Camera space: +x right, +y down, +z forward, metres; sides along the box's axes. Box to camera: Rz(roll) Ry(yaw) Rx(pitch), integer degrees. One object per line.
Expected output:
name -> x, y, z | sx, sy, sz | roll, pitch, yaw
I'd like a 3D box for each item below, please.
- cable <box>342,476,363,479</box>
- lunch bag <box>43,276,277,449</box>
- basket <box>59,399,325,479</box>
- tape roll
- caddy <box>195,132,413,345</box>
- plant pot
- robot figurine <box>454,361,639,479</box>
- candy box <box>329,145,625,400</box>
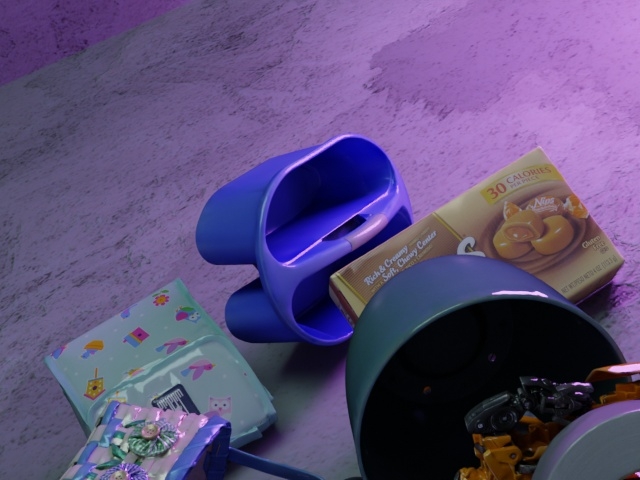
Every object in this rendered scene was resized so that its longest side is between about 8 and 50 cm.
cable -> 0.051, 0.340, 1.557 | 0.150, 0.047, 0.184 | -18, 43, -13
lunch bag -> -0.201, 0.204, 1.858 | 0.223, 0.160, 0.262 | -30, 42, -13
basket -> -0.156, 0.325, 1.618 | 0.289, 0.201, 0.255 | 22, 44, 7
tape roll -> 0.301, 0.258, 1.323 | 0.219, 0.219, 0.072 | -27, 2, 0
caddy -> 0.000, 0.000, 1.904 | 0.179, 0.241, 0.341 | -10, 17, 39
plant pot -> 0.157, 0.147, 1.555 | 0.293, 0.293, 0.235 | -27, 24, 0
robot figurine -> 0.274, 0.213, 1.420 | 0.291, 0.211, 0.085 | -8, 22, -1
candy box -> 0.190, 0.046, 1.771 | 0.316, 0.087, 0.183 | -32, 74, -8
